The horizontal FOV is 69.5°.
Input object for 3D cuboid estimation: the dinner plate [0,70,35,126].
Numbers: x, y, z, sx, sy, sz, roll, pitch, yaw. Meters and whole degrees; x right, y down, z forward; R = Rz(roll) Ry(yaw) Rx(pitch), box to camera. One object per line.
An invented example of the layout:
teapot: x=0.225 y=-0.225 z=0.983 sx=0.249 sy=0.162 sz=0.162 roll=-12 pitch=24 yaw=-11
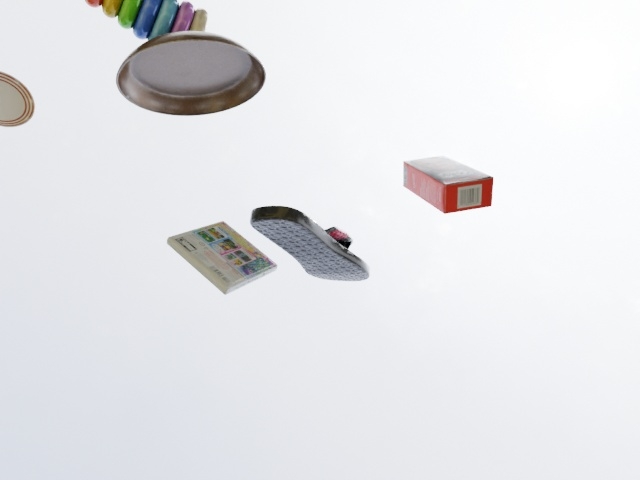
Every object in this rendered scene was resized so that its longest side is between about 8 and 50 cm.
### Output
dinner plate: x=-0.734 y=-0.322 z=1.055 sx=0.017 sy=0.141 sz=0.141 roll=-21 pitch=-116 yaw=41

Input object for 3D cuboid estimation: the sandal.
sandal: x=0.000 y=0.000 z=0.441 sx=0.067 sy=0.179 sz=0.040 roll=-5 pitch=-116 yaw=27

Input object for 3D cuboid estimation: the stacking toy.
stacking toy: x=-0.421 y=-0.520 z=1.009 sx=0.330 sy=0.141 sz=0.141 roll=21 pitch=-110 yaw=-28

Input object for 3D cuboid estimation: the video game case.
video game case: x=-0.179 y=0.026 z=0.859 sx=0.157 sy=0.143 sz=0.019 roll=37 pitch=-59 yaw=19

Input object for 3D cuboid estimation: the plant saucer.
plant saucer: x=-0.274 y=-0.356 z=0.990 sx=0.310 sy=0.310 sz=0.050 roll=-12 pitch=-99 yaw=3

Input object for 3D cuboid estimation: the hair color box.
hair color box: x=0.176 y=-0.083 z=0.658 sx=0.071 sy=0.141 sz=0.043 roll=-10 pitch=-67 yaw=-11
